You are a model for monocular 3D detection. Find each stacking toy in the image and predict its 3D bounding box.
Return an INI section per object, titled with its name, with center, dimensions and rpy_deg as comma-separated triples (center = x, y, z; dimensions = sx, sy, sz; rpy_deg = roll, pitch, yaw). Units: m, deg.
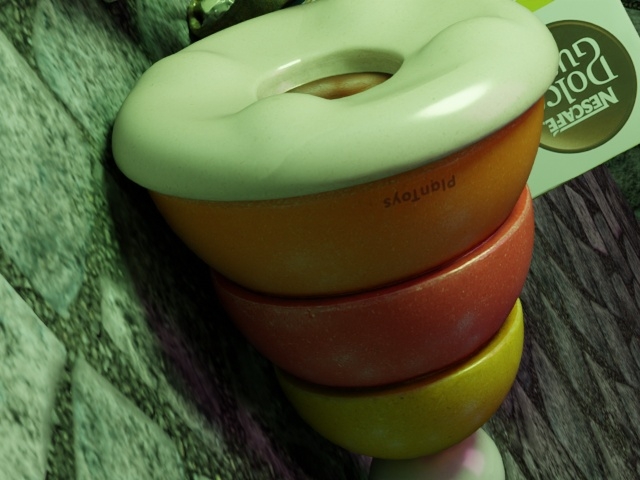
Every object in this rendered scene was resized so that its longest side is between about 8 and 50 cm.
[stacking toy]
center = 0.049, 0.059, 1.414
dimensions = 0.350, 0.351, 0.480
rpy_deg = -81, 160, -65

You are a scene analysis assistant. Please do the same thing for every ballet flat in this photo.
[ballet flat]
center = -0.052, -0.247, 1.554
dimensions = 0.123, 0.123, 0.348
rpy_deg = 64, -19, 5

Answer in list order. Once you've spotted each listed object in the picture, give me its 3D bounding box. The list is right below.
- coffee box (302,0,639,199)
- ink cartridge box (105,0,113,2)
[coffee box]
center = 0.161, -0.202, 1.903
dimensions = 0.334, 0.338, 0.338
rpy_deg = 62, 9, -3
[ink cartridge box]
center = -0.212, -0.391, 1.343
dimensions = 0.385, 0.160, 0.279
rpy_deg = 29, 47, -65
